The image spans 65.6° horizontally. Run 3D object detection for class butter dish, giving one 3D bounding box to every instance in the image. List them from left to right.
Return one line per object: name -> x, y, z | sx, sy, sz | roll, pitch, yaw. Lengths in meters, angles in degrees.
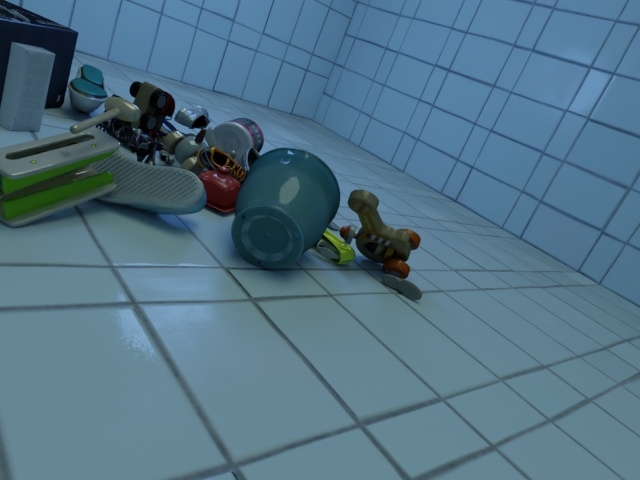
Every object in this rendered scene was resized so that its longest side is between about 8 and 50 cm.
butter dish -> -0.308, -0.168, 1.503 | 0.160, 0.118, 0.160 | 26, 18, 9

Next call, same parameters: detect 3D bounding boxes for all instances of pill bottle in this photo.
pill bottle -> -0.332, -0.412, 2.043 | 0.176, 0.176, 0.318 | 22, 19, -2

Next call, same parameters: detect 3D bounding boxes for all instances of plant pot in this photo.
plant pot -> -0.102, -0.068, 1.279 | 0.272, 0.271, 0.255 | 22, 33, -1

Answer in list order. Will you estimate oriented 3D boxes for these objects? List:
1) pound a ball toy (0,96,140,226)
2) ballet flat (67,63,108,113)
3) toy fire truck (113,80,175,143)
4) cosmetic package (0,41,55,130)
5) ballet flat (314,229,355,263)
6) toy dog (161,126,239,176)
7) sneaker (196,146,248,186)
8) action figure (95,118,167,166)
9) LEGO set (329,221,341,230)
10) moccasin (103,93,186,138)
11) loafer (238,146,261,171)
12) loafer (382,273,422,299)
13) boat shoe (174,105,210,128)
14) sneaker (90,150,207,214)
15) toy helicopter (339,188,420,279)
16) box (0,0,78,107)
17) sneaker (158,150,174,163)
pound a ball toy -> -0.552, -0.191, 1.052 | 0.136, 0.208, 0.319 | 30, 34, 13
ballet flat -> -0.887, -0.555, 1.884 | 0.139, 0.139, 0.400 | 13, 26, -28
toy fire truck -> -0.567, -0.412, 1.757 | 0.159, 0.217, 0.246 | 27, 5, 14
cosmetic package -> -0.849, -0.438, 1.430 | 0.061, 0.239, 0.099 | 28, 19, 13
ballet flat -> 0.000, 0.000, 1.479 | 0.231, 0.077, 0.077 | 35, 39, 27
toy dog -> -0.385, -0.315, 1.706 | 0.220, 0.161, 0.333 | 45, 20, -8
sneaker -> -0.290, -0.226, 1.583 | 0.215, 0.084, 0.083 | 29, -24, -28
action figure -> -0.572, -0.280, 1.492 | 0.164, 0.140, 0.275 | 15, -8, 3
LEGO set -> -0.063, -0.105, 1.758 | 0.182, 0.060, 0.244 | 20, 16, -49
moccasin -> -0.651, -0.447, 1.867 | 0.342, 0.116, 0.137 | 20, 19, -6
loafer -> -0.211, -0.215, 1.715 | 0.112, 0.111, 0.319 | 0, 36, -33
loafer -> 0.241, 0.131, 1.437 | 0.125, 0.045, 0.039 | 27, 12, 20
boat shoe -> -0.443, -0.430, 1.782 | 0.081, 0.079, 0.227 | 36, 17, -1
sneaker -> -0.468, -0.130, 1.268 | 0.366, 0.135, 0.150 | 16, -18, 4
toy helicopter -> 0.144, -0.035, 1.455 | 0.235, 0.140, 0.355 | 11, -28, 28
box -> -1.134, -0.629, 1.555 | 0.472, 0.297, 0.480 | 24, 19, -1
sneaker -> -0.538, -0.292, 1.710 | 0.083, 0.031, 0.037 | 34, 23, 34
